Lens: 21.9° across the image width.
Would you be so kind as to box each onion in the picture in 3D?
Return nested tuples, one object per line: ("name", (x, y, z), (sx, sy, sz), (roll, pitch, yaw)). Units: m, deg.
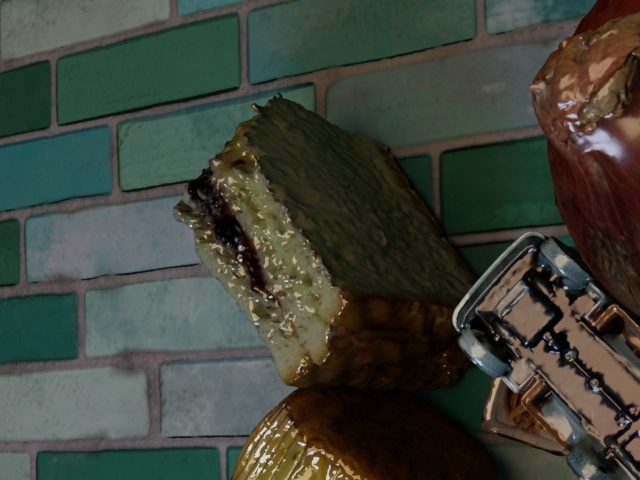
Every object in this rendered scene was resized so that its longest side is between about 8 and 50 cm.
("onion", (0.343, -0.080, 1.348), (0.353, 0.353, 0.354), (-4, 83, 40))

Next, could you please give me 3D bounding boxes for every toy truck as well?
("toy truck", (0.269, 0.135, 1.460), (0.136, 0.162, 0.305), (-49, 64, 13))

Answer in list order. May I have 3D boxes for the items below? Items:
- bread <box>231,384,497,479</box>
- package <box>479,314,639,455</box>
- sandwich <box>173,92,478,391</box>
("bread", (0.044, 0.229, 1.593), (0.227, 0.253, 0.142), (35, 103, 21))
("package", (0.243, 0.123, 1.583), (0.173, 0.027, 0.171), (15, 94, 37))
("sandwich", (0.001, 0.000, 1.647), (0.131, 0.262, 0.325), (-50, 58, 26))
